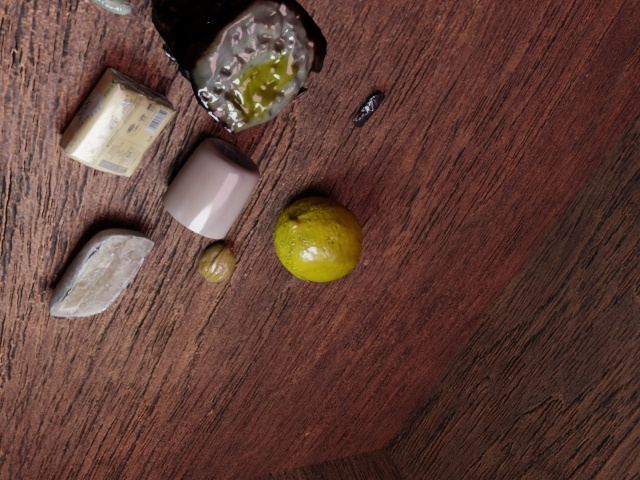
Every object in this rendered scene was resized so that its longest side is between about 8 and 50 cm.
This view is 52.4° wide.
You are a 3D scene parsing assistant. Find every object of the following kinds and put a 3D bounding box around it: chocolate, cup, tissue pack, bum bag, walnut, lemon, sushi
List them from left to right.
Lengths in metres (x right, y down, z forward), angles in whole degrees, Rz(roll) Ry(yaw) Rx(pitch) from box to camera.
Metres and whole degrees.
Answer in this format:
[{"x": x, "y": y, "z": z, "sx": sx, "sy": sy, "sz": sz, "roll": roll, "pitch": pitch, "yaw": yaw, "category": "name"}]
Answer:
[{"x": -0.589, "y": 0.077, "z": 1.722, "sx": 0.303, "sy": 0.100, "sz": 0.185, "roll": -48, "pitch": 151, "yaw": 19, "category": "chocolate"}, {"x": -0.460, "y": -0.259, "z": 1.478, "sx": 0.222, "sy": 0.090, "sz": 0.186, "roll": -49, "pitch": 143, "yaw": 18, "category": "tissue pack"}, {"x": -0.305, "y": 0.065, "z": 1.928, "sx": 0.124, "sy": 0.105, "sz": 0.105, "roll": -52, "pitch": 140, "yaw": 3, "category": "walnut"}, {"x": -0.261, "y": -0.143, "z": 1.694, "sx": 0.200, "sy": 0.191, "sz": 0.253, "roll": -53, "pitch": 168, "yaw": 16, "category": "cup"}, {"x": -0.169, "y": -0.419, "z": 1.366, "sx": 0.299, "sy": 0.294, "sz": 0.281, "roll": -28, "pitch": 138, "yaw": -11, "category": "sushi"}, {"x": 0.000, "y": 0.000, "z": 1.959, "sx": 0.310, "sy": 0.258, "sz": 0.258, "roll": 15, "pitch": 120, "yaw": -50, "category": "lemon"}, {"x": 0.137, "y": -0.373, "z": 1.853, "sx": 0.124, "sy": 0.034, "sz": 0.057, "roll": -53, "pitch": 153, "yaw": 21, "category": "bum bag"}]

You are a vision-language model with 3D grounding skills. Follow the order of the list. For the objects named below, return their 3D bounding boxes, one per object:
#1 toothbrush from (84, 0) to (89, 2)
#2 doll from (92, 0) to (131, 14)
[{"x": -0.484, "y": -0.598, "z": 1.158, "sx": 0.037, "sy": 0.028, "sz": 0.375, "roll": -30, "pitch": 142, "yaw": -19, "category": "toothbrush"}, {"x": -0.406, "y": -0.534, "z": 1.251, "sx": 0.103, "sy": 0.072, "sz": 0.214, "roll": -5, "pitch": 143, "yaw": -17, "category": "doll"}]
